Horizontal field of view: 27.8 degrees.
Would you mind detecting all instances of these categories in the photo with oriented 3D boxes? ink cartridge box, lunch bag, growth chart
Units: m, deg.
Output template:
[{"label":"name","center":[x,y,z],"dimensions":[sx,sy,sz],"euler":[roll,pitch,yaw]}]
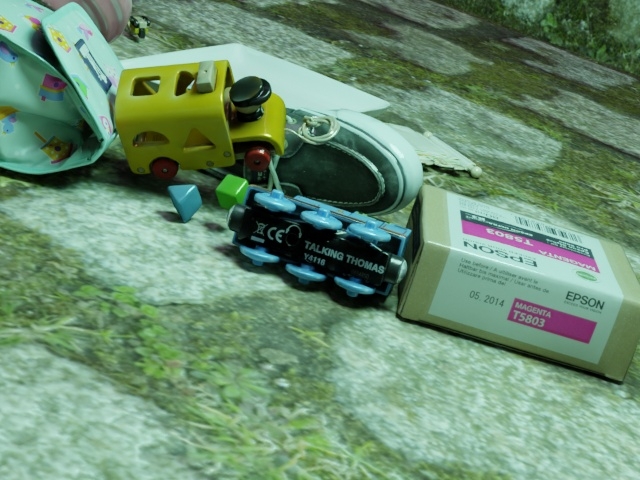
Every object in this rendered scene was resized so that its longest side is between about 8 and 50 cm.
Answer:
[{"label":"ink cartridge box","center":[0.201,0.038,1.320],"dimensions":[0.235,0.088,0.193],"euler":[17,18,-3]},{"label":"lunch bag","center":[-0.324,-0.177,1.359],"dimensions":[0.262,0.160,0.223],"euler":[23,16,-8]},{"label":"growth chart","center":[0.097,-0.138,1.803],"dimensions":[0.237,0.021,0.172],"euler":[9,22,-23]}]

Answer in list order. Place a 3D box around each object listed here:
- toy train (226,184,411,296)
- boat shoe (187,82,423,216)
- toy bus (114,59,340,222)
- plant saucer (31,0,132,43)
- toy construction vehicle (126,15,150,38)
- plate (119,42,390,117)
[{"label":"toy train","center":[0.000,0.000,1.277],"dimensions":[0.184,0.080,0.105],"euler":[18,10,8]},{"label":"boat shoe","center":[-0.051,-0.092,1.452],"dimensions":[0.335,0.121,0.119],"euler":[17,28,28]},{"label":"toy bus","center":[-0.115,-0.137,1.349],"dimensions":[0.202,0.104,0.191],"euler":[-40,53,-23]},{"label":"plant saucer","center":[-0.396,-0.304,1.550],"dimensions":[0.332,0.084,0.332],"euler":[15,-18,5]},{"label":"toy construction vehicle","center":[-0.307,-0.322,1.953],"dimensions":[0.086,0.035,0.098],"euler":[-7,26,-28]},{"label":"plate","center":[-0.091,-0.189,1.698],"dimensions":[0.278,0.045,0.277],"euler":[24,24,28]}]
